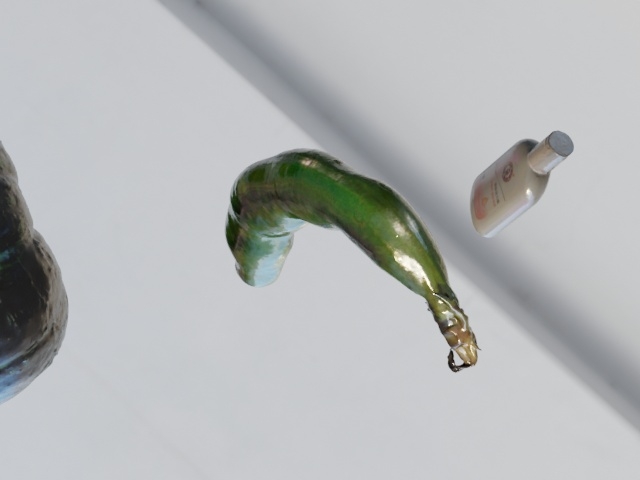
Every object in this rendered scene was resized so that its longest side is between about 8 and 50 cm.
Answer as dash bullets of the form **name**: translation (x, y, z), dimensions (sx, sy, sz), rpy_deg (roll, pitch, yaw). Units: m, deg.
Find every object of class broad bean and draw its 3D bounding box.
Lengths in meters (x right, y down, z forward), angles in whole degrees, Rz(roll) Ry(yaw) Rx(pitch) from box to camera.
- **broad bean**: translation (0.000, 0.000, 1.133), dimensions (0.049, 0.144, 0.292), rpy_deg (-31, -155, -26)

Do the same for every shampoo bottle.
- **shampoo bottle**: translation (0.214, -0.067, 1.739), dimensions (0.165, 0.040, 0.080), rpy_deg (136, -37, -55)

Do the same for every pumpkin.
- **pumpkin**: translation (-0.385, 0.028, 1.556), dimensions (0.238, 0.315, 0.315), rpy_deg (-25, 165, -24)
